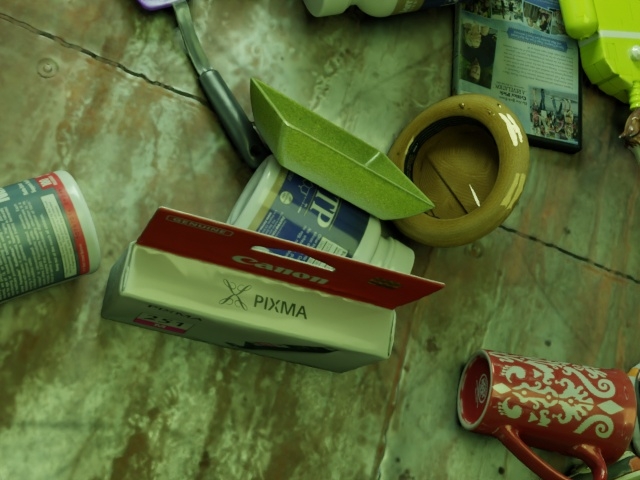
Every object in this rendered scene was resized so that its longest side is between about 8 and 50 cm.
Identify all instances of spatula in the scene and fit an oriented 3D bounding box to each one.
[{"bbox_3d":[-0.134,-0.209,1.094,0.084,0.030,0.296,-27,87,-26],"label":"spatula"}]

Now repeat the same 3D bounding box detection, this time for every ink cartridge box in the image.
[{"bbox_3d":[-0.054,0.059,0.945,0.275,0.239,0.060,15,72,-16],"label":"ink cartridge box"}]

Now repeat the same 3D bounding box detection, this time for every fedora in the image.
[{"bbox_3d":[0.162,-0.071,1.123,0.079,0.194,0.194,34,63,-48],"label":"fedora"}]

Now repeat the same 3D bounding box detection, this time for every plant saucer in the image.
[{"bbox_3d":[0.009,-0.090,1.047,0.188,0.188,0.045,28,103,-24],"label":"plant saucer"}]

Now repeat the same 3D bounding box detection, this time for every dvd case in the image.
[{"bbox_3d":[0.253,-0.244,1.254,0.180,0.022,0.253,9,74,-19],"label":"dvd case"}]

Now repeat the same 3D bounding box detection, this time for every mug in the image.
[{"bbox_3d":[0.250,0.189,1.086,0.169,0.150,0.113,14,111,-13],"label":"mug"}]

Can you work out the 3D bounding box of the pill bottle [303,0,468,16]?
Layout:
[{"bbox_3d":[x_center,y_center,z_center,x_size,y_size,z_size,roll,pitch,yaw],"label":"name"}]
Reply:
[{"bbox_3d":[0.109,-0.344,1.145,0.265,0.153,0.153,-14,82,-13],"label":"pill bottle"}]

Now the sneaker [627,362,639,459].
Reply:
[{"bbox_3d":[0.457,0.282,1.115,0.125,0.180,0.321,-18,84,-23],"label":"sneaker"}]

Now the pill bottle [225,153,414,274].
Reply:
[{"bbox_3d":[0.000,0.000,1.050,0.187,0.112,0.112,30,69,-12],"label":"pill bottle"}]

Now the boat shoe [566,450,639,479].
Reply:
[{"bbox_3d":[0.315,0.276,1.139,0.137,0.049,0.043,-10,41,-17],"label":"boat shoe"}]

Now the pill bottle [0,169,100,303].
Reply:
[{"bbox_3d":[-0.311,0.008,0.933,0.180,0.108,0.108,-20,85,-24],"label":"pill bottle"}]

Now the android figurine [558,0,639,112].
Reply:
[{"bbox_3d":[0.410,-0.296,1.295,0.248,0.056,0.272,-1,78,-29],"label":"android figurine"}]

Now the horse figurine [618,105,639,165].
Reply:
[{"bbox_3d":[0.474,-0.162,1.248,0.263,0.066,0.174,-46,123,-12],"label":"horse figurine"}]
